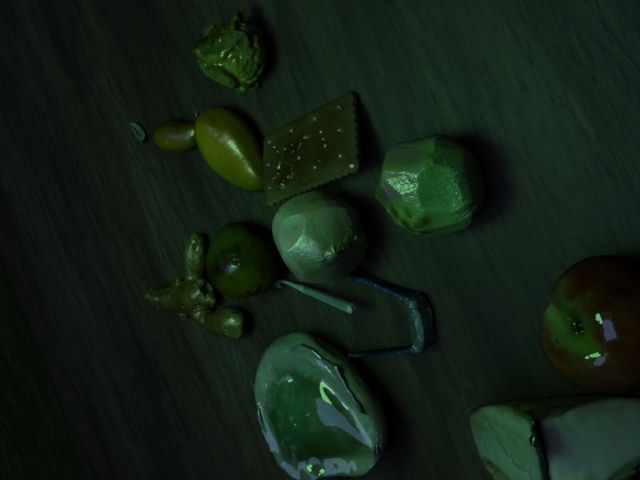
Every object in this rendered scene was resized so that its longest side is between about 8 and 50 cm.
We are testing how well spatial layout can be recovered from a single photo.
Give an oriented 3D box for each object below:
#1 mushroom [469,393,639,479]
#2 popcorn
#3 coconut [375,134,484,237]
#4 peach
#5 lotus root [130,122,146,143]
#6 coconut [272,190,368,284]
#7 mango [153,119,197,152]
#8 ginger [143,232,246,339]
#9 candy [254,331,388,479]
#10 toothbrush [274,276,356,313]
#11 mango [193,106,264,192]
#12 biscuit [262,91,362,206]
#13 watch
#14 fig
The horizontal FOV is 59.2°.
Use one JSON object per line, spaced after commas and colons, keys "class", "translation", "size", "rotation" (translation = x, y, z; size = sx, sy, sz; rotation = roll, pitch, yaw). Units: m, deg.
{"class": "mushroom", "translation": [0.492, 0.406, 1.160], "size": [0.397, 0.314, 0.224], "rotation": [127, 128, -75]}
{"class": "popcorn", "translation": [-0.225, -0.488, 1.459], "size": [0.185, 0.167, 0.187], "rotation": [-38, 76, 37]}
{"class": "coconut", "translation": [0.222, -0.116, 1.207], "size": [0.236, 0.236, 0.204], "rotation": [-14, 60, 39]}
{"class": "peach", "translation": [0.537, 0.156, 1.032], "size": [0.253, 0.252, 0.252], "rotation": [12, 110, 35]}
{"class": "lotus root", "translation": [-0.600, -0.355, 1.872], "size": [0.083, 0.030, 0.037], "rotation": [55, 159, 15]}
{"class": "coconut", "translation": [0.002, -0.001, 1.375], "size": [0.230, 0.227, 0.227], "rotation": [-124, 41, -57]}
{"class": "mango", "translation": [-0.430, -0.320, 1.721], "size": [0.184, 0.085, 0.102], "rotation": [1, 100, 27]}
{"class": "ginger", "translation": [-0.404, 0.205, 1.849], "size": [0.363, 0.122, 0.348], "rotation": [54, 130, 5]}
{"class": "candy", "translation": [-0.011, 0.456, 1.562], "size": [0.386, 0.186, 0.426], "rotation": [-35, 79, 30]}
{"class": "toothbrush", "translation": [-0.029, 0.144, 1.542], "size": [0.342, 0.025, 0.030], "rotation": [13, 118, 47]}
{"class": "mango", "translation": [-0.247, -0.255, 1.583], "size": [0.317, 0.119, 0.176], "rotation": [50, 125, 4]}
{"class": "biscuit", "translation": [-0.034, -0.225, 1.420], "size": [0.325, 0.044, 0.217], "rotation": [-16, 70, 39]}
{"class": "watch", "translation": [0.148, 0.165, 1.442], "size": [0.275, 0.068, 0.276], "rotation": [-13, 95, 44]}
{"class": "fig", "translation": [-0.226, 0.047, 1.596], "size": [0.207, 0.207, 0.230], "rotation": [-24, 80, 39]}
